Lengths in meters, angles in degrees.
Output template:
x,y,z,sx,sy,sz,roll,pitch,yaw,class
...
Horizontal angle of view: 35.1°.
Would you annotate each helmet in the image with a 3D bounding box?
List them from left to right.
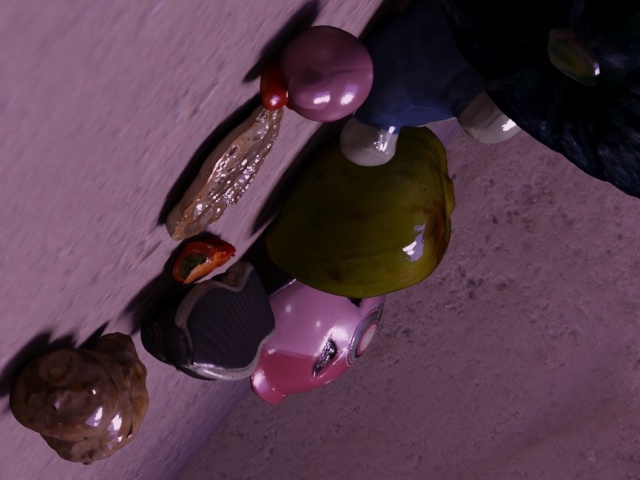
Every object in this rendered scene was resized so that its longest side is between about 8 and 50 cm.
x,y,z,sx,sy,sz,roll,pitch,yaw,class
0.008,0.080,1.280,0.198,0.154,0.253,36,54,-71,helmet

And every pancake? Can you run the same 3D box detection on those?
x,y,z,sx,sy,sz,roll,pitch,yaw,class
-0.071,-0.054,0.775,0.139,0.022,0.139,-49,176,-5,pancake

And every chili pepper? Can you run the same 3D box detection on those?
x,y,z,sx,sy,sz,roll,pitch,yaw,class
-0.104,0.013,0.949,0.045,0.027,0.178,-47,175,11,chili pepper

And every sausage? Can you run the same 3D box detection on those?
x,y,z,sx,sy,sz,roll,pitch,yaw,class
-0.082,0.060,1.319,0.053,0.053,0.348,-52,175,20,sausage

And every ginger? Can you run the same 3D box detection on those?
x,y,z,sx,sy,sz,roll,pitch,yaw,class
-0.183,0.122,0.786,0.204,0.080,0.104,74,24,-85,ginger

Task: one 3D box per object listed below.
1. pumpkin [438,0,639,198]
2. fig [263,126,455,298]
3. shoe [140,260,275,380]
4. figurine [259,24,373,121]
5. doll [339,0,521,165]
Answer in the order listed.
x,y,z,sx,sy,sz,roll,pitch,yaw,class
0.240,-0.186,0.643,0.266,0.363,0.363,-47,174,-18,pumpkin
0.038,-0.033,1.128,0.225,0.203,0.203,-10,-173,16,fig
-0.119,0.089,0.982,0.112,0.099,0.227,-20,-175,16,shoe
0.001,-0.115,0.702,0.083,0.071,0.067,-56,141,-61,figurine
0.139,-0.181,0.978,0.228,0.154,0.258,-11,-166,38,doll
